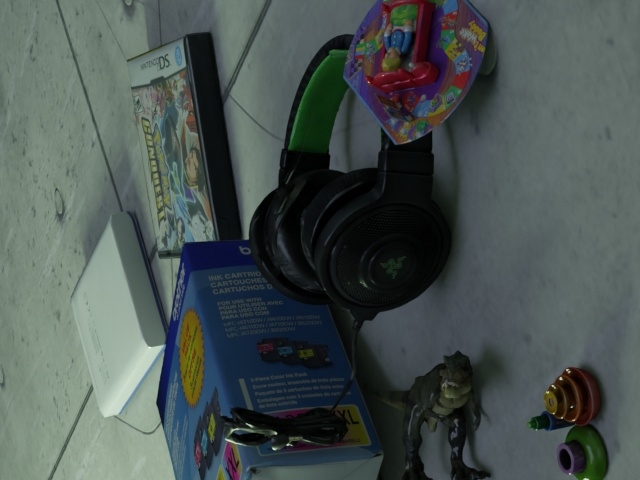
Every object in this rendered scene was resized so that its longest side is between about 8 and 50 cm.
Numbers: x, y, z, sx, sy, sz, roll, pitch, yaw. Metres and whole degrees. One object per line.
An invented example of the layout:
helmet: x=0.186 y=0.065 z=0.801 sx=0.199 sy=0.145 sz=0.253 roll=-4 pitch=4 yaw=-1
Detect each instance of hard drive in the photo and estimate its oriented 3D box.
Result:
hard drive: x=-0.307 y=0.117 z=2.481 sx=0.318 sy=0.040 sz=0.210 roll=128 pitch=128 yaw=-60

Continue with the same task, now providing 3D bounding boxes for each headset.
headset: x=0.000 y=0.000 z=1.568 sx=0.243 sy=0.185 sz=0.394 roll=-174 pitch=87 yaw=-66

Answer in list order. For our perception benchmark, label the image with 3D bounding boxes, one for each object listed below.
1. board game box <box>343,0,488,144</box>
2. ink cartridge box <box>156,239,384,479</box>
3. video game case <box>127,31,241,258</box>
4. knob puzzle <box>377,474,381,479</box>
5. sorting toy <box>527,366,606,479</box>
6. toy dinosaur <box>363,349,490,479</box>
board game box: x=0.072 y=-0.170 z=1.447 sx=0.133 sy=0.033 sz=0.168 roll=-51 pitch=44 yaw=18
ink cartridge box: x=-0.075 y=0.181 z=1.809 sx=0.395 sy=0.151 sz=0.270 roll=-109 pitch=25 yaw=-46
video game case: x=-0.177 y=-0.114 z=2.109 sx=0.248 sy=0.035 sz=0.275 roll=177 pitch=84 yaw=-66
knob puzzle: x=0.029 y=0.300 z=1.810 sx=0.213 sy=0.030 sz=0.213 roll=171 pitch=90 yaw=-66
sorting toy: x=0.200 y=0.154 z=1.352 sx=0.061 sy=0.042 sz=0.102 roll=-162 pitch=64 yaw=-64
toy dinosaur: x=0.105 y=0.175 z=1.564 sx=0.268 sy=0.064 sz=0.118 roll=146 pitch=116 yaw=-69
